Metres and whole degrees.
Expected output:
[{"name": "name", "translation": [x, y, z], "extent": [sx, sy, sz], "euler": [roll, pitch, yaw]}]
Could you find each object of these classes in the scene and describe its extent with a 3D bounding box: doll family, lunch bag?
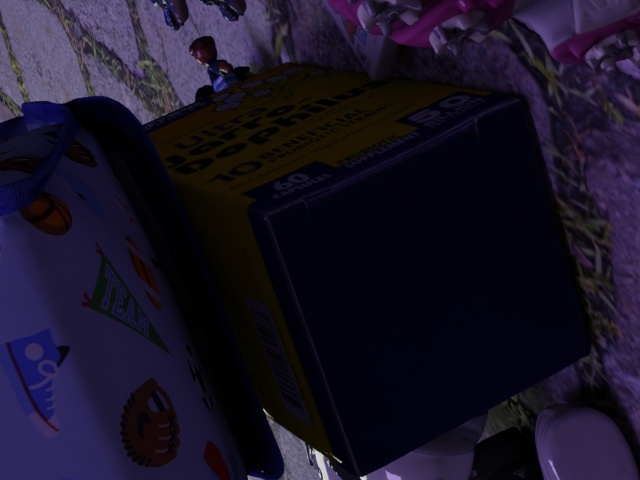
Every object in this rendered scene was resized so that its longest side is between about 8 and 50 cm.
[{"name": "doll family", "translation": [-0.078, -0.115, 1.352], "extent": [0.111, 0.076, 0.193], "euler": [64, 156, 14]}, {"name": "lunch bag", "translation": [-0.177, 0.089, 1.006], "extent": [0.385, 0.239, 0.328], "euler": [-98, -14, -77]}]

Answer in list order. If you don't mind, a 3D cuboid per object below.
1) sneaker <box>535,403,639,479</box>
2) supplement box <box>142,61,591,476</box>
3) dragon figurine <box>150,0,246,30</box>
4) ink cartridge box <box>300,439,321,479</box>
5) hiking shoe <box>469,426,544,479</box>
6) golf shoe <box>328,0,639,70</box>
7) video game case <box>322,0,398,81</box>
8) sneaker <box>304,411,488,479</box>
[{"name": "sneaker", "translation": [0.203, 0.213, 1.053], "extent": [0.094, 0.080, 0.212], "euler": [-179, 71, -81]}, {"name": "supplement box", "translation": [0.000, 0.000, 1.101], "extent": [0.356, 0.194, 0.195], "euler": [21, 133, 63]}, {"name": "dragon figurine", "translation": [-0.110, -0.292, 1.128], "extent": [0.144, 0.085, 0.289], "euler": [4, 122, 47]}, {"name": "ink cartridge box", "translation": [-0.004, 0.140, 1.482], "extent": [0.209, 0.062, 0.109], "euler": [63, 161, 5]}, {"name": "hiking shoe", "translation": [0.144, 0.255, 1.212], "extent": [0.114, 0.086, 0.227], "euler": [55, 158, 34]}, {"name": "golf shoe", "translation": [0.076, -0.154, 0.627], "extent": [0.115, 0.306, 0.140], "euler": [-30, 72, 32]}, {"name": "video game case", "translation": [0.020, -0.210, 1.042], "extent": [0.143, 0.019, 0.157], "euler": [60, 161, 24]}, {"name": "sneaker", "translation": [0.032, 0.155, 1.210], "extent": [0.330, 0.122, 0.146], "euler": [-133, 49, -73]}]
